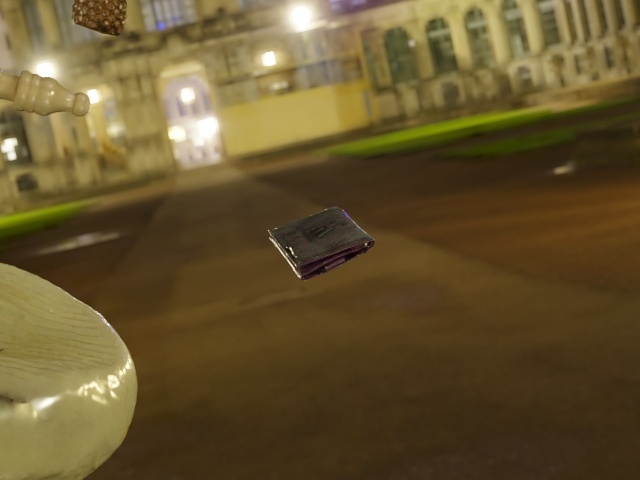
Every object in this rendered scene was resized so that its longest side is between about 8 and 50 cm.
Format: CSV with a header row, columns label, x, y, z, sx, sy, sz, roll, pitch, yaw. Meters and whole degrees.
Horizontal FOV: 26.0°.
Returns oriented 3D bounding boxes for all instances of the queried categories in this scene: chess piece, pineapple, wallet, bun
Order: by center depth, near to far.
label,x,y,z,sx,sy,sz,roll,pitch,yaw
bun,-0.225,0.099,0.857,0.222,0.127,0.222,17,20,-6
chess piece,-0.209,-0.106,0.984,0.092,0.035,0.035,13,0,-11
pineapple,-0.203,-0.263,1.349,0.058,0.124,0.058,18,5,-2
wallet,0.000,0.001,1.849,0.111,0.030,0.166,-19,23,-9
